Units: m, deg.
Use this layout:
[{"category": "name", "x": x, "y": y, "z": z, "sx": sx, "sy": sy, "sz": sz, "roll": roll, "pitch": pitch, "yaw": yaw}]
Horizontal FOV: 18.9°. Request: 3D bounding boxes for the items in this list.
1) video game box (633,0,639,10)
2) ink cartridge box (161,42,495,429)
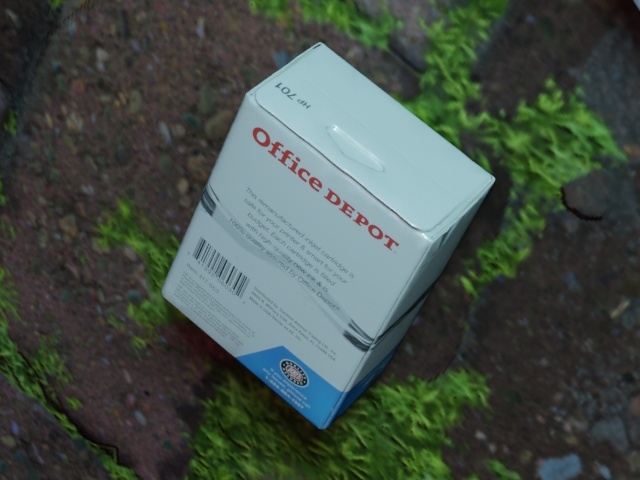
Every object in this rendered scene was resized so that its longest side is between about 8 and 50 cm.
[{"category": "video game box", "x": 0.223, "y": -0.159, "z": 0.884, "sx": 0.205, "sy": 0.048, "sz": 0.187, "roll": -30, "pitch": 98, "yaw": 47}, {"category": "ink cartridge box", "x": 0.000, "y": 0.000, "z": 1.157, "sx": 0.139, "sy": 0.082, "sz": 0.191, "roll": 40, "pitch": 135, "yaw": 12}]
